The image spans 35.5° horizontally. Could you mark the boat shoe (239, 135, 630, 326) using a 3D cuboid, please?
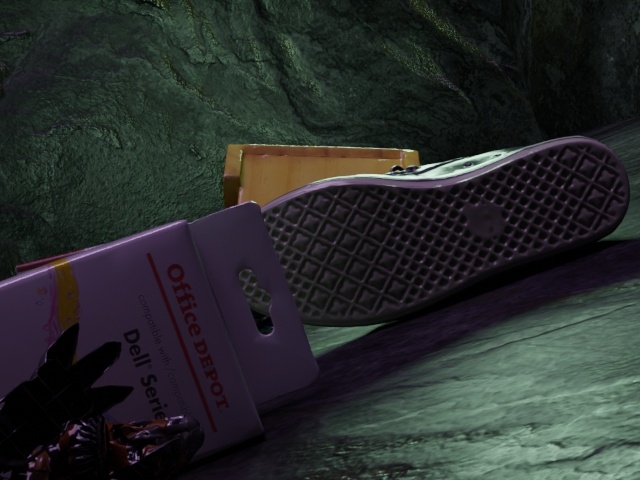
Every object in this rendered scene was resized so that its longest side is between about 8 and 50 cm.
[{"bbox_3d":[0.129,-0.010,1.247,0.500,0.187,0.156,-15,-1,-1],"label":"boat shoe"}]

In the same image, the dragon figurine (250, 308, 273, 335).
[{"bbox_3d":[-0.091,0.109,1.316,0.289,0.085,0.144,-22,4,-17],"label":"dragon figurine"}]

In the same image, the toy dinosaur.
[{"bbox_3d":[-0.185,0.188,0.628,0.218,0.164,0.322,-36,11,41],"label":"toy dinosaur"}]

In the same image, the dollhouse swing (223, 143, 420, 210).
[{"bbox_3d":[0.000,0.000,1.796,0.347,0.305,0.315,1,-32,-2],"label":"dollhouse swing"}]

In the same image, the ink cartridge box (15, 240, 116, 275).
[{"bbox_3d":[-0.259,0.059,1.384,0.197,0.114,0.273,-13,-1,12],"label":"ink cartridge box"}]

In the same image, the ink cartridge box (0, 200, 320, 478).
[{"bbox_3d":[-0.184,0.109,0.897,0.353,0.207,0.119,-21,3,-8],"label":"ink cartridge box"}]
